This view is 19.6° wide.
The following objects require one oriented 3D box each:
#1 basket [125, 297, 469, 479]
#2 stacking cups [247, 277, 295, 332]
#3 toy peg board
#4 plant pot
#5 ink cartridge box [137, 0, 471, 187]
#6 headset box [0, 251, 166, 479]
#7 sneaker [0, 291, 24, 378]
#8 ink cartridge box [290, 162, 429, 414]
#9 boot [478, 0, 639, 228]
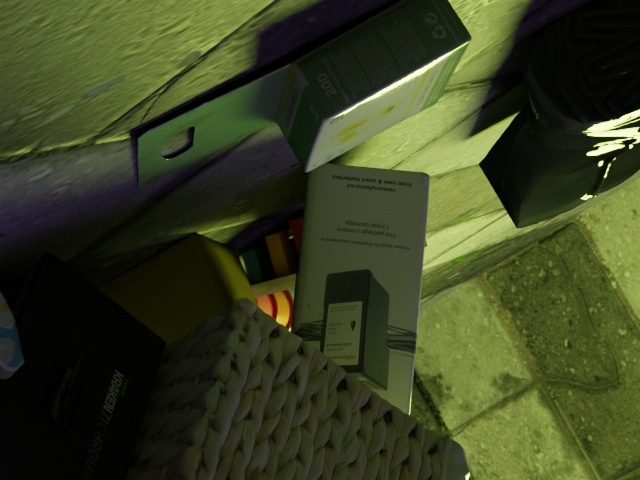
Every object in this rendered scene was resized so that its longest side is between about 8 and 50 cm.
[{"bbox_3d":[-0.099,0.278,1.491,0.331,0.266,0.328,-33,-152,38],"label":"basket"},{"bbox_3d":[-0.058,0.090,2.171,0.096,0.096,0.316,-31,172,14],"label":"stacking cups"},{"bbox_3d":[0.000,0.000,1.951,0.161,0.079,0.161,-15,180,33],"label":"toy peg board"},{"bbox_3d":[-0.146,0.132,1.788,0.212,0.187,0.212,-30,173,4],"label":"plant pot"},{"bbox_3d":[-0.015,-0.089,1.328,0.235,0.056,0.171,-30,173,-10],"label":"ink cartridge box"},{"bbox_3d":[-0.266,0.178,1.437,0.283,0.131,0.246,-33,-152,34],"label":"headset box"},{"bbox_3d":[-0.317,0.095,1.279,0.229,0.092,0.087,-26,173,-19],"label":"sneaker"},{"bbox_3d":[0.030,0.081,1.731,0.115,0.272,0.198,6,171,0],"label":"ink cartridge box"},{"bbox_3d":[0.357,-0.148,1.853,0.367,0.146,0.445,-14,166,-2],"label":"boot"}]
